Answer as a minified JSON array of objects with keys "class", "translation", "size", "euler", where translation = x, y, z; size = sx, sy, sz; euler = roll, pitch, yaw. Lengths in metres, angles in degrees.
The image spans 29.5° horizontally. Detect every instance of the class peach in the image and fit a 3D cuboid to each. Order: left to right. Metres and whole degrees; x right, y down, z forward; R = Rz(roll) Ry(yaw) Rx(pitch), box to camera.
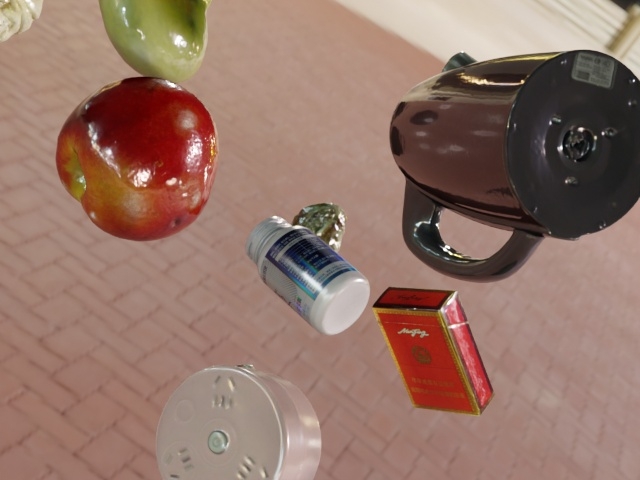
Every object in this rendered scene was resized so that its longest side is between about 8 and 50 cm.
[{"class":"peach","translation":[-0.248,-0.119,1.728],"size":[0.244,0.199,0.243],"euler":[8,70,-22]}]

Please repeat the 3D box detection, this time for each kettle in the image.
[{"class":"kettle","translation":[0.152,-0.063,1.035],"size":[0.144,0.202,0.232],"euler":[5,4,-25]}]

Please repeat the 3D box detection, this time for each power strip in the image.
[{"class":"power strip","translation":[-0.081,0.195,1.184],"size":[0.154,0.154,0.078],"euler":[47,14,27]}]

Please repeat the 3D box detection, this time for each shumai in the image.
[{"class":"shumai","translation":[-0.001,0.000,2.154],"size":[0.099,0.123,0.087],"euler":[8,34,-16]}]

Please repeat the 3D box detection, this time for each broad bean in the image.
[{"class":"broad bean","translation":[-0.260,-0.374,1.968],"size":[0.291,0.119,0.238],"euler":[-66,138,-57]}]

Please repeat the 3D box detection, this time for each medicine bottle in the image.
[{"class":"medicine bottle","translation":[-0.024,0.047,1.808],"size":[0.191,0.107,0.107],"euler":[40,19,33]}]

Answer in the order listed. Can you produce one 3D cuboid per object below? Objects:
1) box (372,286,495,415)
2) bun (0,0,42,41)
[{"class":"box","translation":[0.204,0.198,2.182],"size":[0.074,0.153,0.239],"euler":[-43,123,-35]},{"class":"bun","translation":[-0.463,-0.345,1.648],"size":[0.111,0.164,0.188],"euler":[25,-13,48]}]
